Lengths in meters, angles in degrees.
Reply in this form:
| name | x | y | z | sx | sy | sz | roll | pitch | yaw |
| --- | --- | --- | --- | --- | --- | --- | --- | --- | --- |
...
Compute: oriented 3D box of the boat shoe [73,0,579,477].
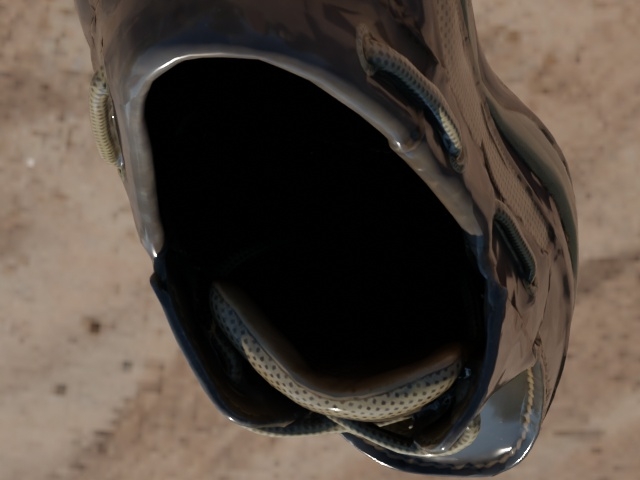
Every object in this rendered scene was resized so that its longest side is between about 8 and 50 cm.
| name | x | y | z | sx | sy | sz | roll | pitch | yaw |
| --- | --- | --- | --- | --- | --- | --- | --- | --- | --- |
| boat shoe | 0.000 | 0.000 | 0.567 | 0.132 | 0.130 | 0.355 | -3 | 148 | 17 |
